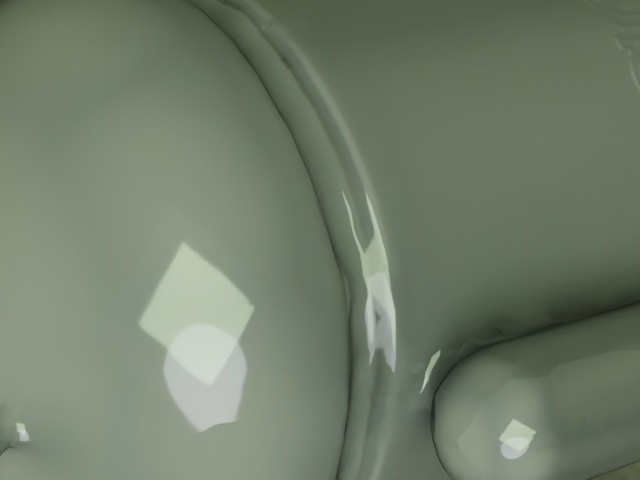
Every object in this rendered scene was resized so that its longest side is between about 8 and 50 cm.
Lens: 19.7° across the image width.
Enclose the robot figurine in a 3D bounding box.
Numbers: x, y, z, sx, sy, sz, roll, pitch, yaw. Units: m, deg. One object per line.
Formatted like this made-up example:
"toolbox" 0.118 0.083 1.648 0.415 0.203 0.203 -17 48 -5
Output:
"robot figurine" 0.000 0.000 0.613 0.353 0.300 0.199 -15 116 -38
